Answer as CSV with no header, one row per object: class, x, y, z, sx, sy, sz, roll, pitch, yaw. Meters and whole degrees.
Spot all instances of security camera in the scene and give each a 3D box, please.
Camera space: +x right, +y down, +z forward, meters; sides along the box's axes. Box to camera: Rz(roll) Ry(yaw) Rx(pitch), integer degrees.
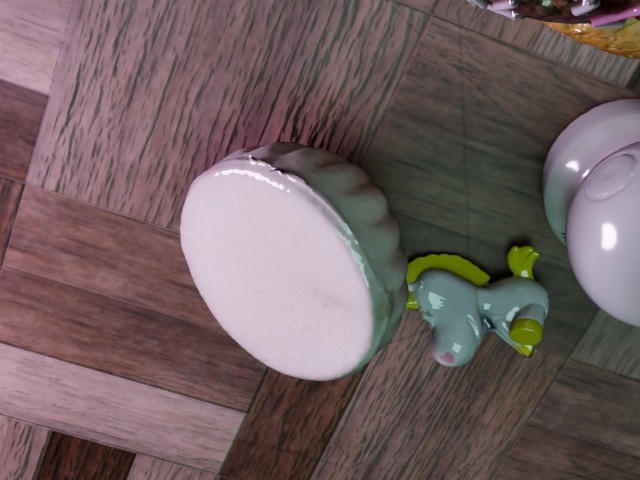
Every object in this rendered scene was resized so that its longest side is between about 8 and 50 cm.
security camera,0.327,-0.014,1.080,0.194,0.236,0.195,1,121,2

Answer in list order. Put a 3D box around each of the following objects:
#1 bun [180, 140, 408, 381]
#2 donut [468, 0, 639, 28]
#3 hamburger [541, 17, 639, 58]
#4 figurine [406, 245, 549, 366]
bun,0.000,0.000,1.137,0.263,0.175,0.263,23,131,29
donut,0.196,-0.292,0.857,0.345,0.136,0.259,23,86,13
hamburger,0.294,-0.218,1.011,0.207,0.155,0.135,27,127,-26
figurine,0.169,0.075,1.227,0.178,0.109,0.130,-7,95,4
